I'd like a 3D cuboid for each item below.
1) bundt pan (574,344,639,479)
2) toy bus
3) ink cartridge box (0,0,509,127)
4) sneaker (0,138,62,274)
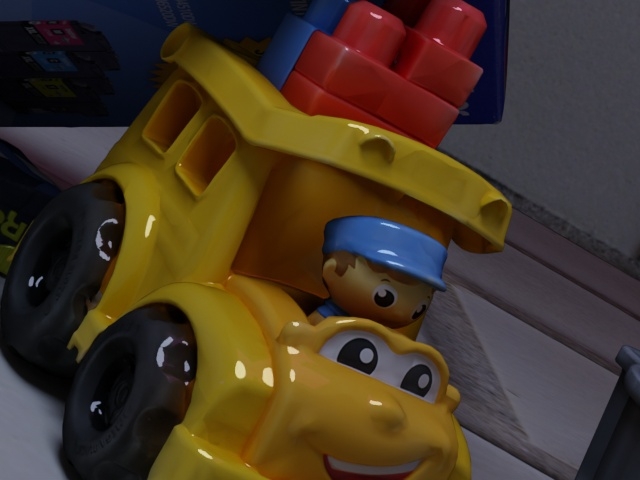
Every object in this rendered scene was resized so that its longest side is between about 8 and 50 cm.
[{"bbox_3d":[0.232,0.182,0.662,0.331,0.124,0.331,29,10,-6],"label":"bundt pan"},{"bbox_3d":[0.000,0.000,0.628,0.149,0.211,0.220,27,11,-31],"label":"toy bus"},{"bbox_3d":[-0.050,-0.163,0.741,0.396,0.151,0.270,-2,-18,7],"label":"ink cartridge box"},{"bbox_3d":[-0.173,-0.033,0.751,0.144,0.053,0.059,38,8,-12],"label":"sneaker"}]
